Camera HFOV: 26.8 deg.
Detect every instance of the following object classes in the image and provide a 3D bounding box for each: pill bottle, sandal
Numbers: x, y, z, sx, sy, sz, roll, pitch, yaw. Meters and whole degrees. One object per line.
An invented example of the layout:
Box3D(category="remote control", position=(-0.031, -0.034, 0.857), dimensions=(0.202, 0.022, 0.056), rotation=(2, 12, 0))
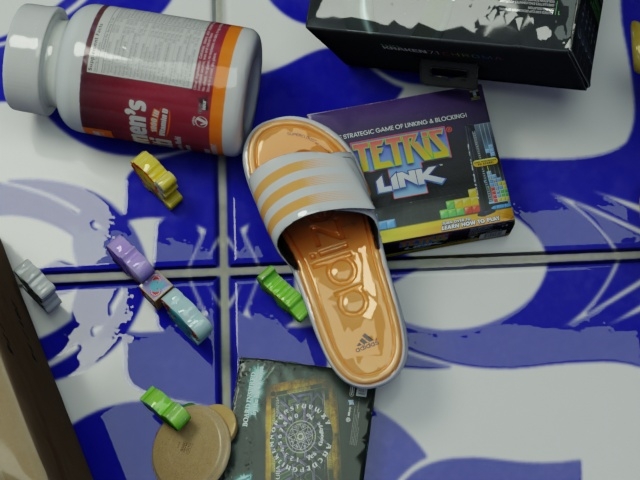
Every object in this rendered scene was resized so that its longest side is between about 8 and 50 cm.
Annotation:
Box3D(category="pill bottle", position=(-0.171, -0.152, 1.242), dimensions=(0.221, 0.121, 0.121), rotation=(9, 72, 4))
Box3D(category="sandal", position=(0.010, -0.003, 1.165), dimensions=(0.102, 0.076, 0.265), rotation=(-22, 71, -2))

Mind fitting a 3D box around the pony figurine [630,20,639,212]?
Box3D(category="pony figurine", position=(0.461, -0.059, 1.154), dimensions=(0.363, 0.303, 0.351), rotation=(-4, 62, 15))

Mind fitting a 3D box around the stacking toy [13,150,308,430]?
Box3D(category="stacking toy", position=(-0.142, 0.043, 1.198), dimensions=(0.221, 0.052, 0.167), rotation=(41, 72, 18))

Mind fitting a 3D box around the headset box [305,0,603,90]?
Box3D(category="headset box", position=(0.138, -0.280, 1.222), dimensions=(0.246, 0.131, 0.283), rotation=(8, 84, 19))

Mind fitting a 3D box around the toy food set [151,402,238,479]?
Box3D(category="toy food set", position=(-0.112, 0.182, 1.168), dimensions=(0.082, 0.020, 0.083), rotation=(-4, 69, 27))

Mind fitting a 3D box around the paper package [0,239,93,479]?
Box3D(category="paper package", position=(-0.313, 0.108, 1.057), dimensions=(0.168, 0.309, 0.325), rotation=(-22, 74, -7))

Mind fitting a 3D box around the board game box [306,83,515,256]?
Box3D(category="board game box", position=(0.082, -0.061, 1.248), dimensions=(0.170, 0.048, 0.141), rotation=(-11, 73, -3))

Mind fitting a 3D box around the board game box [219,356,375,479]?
Box3D(category="board game box", position=(-0.024, 0.199, 1.172), dimensions=(0.126, 0.026, 0.186), rotation=(8, 71, 5))
